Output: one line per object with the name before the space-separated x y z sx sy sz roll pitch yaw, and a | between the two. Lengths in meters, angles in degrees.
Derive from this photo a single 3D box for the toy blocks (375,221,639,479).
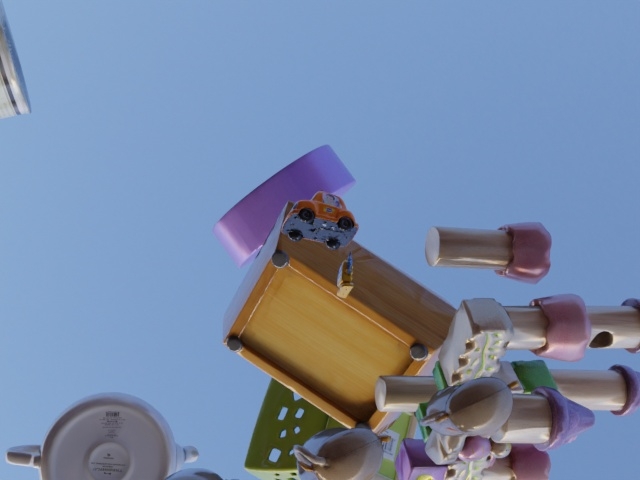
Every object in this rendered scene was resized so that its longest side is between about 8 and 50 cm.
toy blocks | 0.234 0.177 0.897 0.309 0.259 0.289 -105 -156 -50

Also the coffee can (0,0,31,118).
coffee can | -0.547 -0.233 1.162 0.275 0.202 0.202 -15 -119 -13

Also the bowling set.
bowling set | 0.033 0.218 0.617 0.286 0.154 0.200 -20 -102 -9

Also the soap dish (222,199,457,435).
soap dish | 0.021 0.117 1.192 0.290 0.118 0.229 33 -58 3

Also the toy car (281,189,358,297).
toy car | 0.000 0.000 0.723 0.060 0.122 0.041 3 -122 1

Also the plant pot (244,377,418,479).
plant pot | 0.037 0.343 1.561 0.207 0.228 0.227 -8 -124 47

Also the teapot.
teapot | -0.383 0.387 1.575 0.252 0.187 0.256 -43 -85 -15

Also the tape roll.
tape roll | -0.068 -0.063 1.653 0.274 0.275 0.090 -38 -92 13
